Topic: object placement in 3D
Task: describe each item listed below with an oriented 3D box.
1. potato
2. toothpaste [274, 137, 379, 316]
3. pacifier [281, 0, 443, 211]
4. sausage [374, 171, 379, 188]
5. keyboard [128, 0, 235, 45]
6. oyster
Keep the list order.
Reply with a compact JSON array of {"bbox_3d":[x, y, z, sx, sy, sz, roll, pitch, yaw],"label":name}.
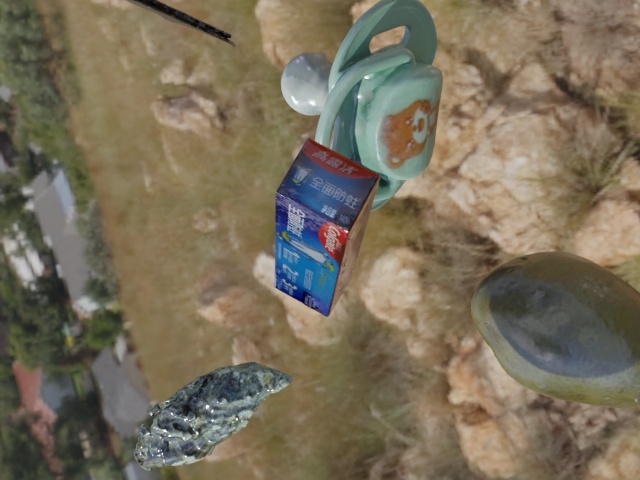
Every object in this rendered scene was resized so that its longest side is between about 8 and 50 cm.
[{"bbox_3d":[0.278,0.099,1.067,0.160,0.235,0.178,-63,1,20],"label":"potato"},{"bbox_3d":[-0.001,0.000,0.996,0.076,0.066,0.320,29,162,6],"label":"toothpaste"},{"bbox_3d":[0.042,-0.207,1.487,0.269,0.288,0.343,24,124,34],"label":"pacifier"},{"bbox_3d":[0.033,-0.037,1.161,0.107,0.031,0.031,-53,45,6],"label":"sausage"},{"bbox_3d":[-0.176,-0.236,0.961,0.015,0.196,0.074,-67,23,6],"label":"keyboard"},{"bbox_3d":[-0.171,0.277,1.538,0.087,0.252,0.199,-115,19,-45],"label":"oyster"}]
